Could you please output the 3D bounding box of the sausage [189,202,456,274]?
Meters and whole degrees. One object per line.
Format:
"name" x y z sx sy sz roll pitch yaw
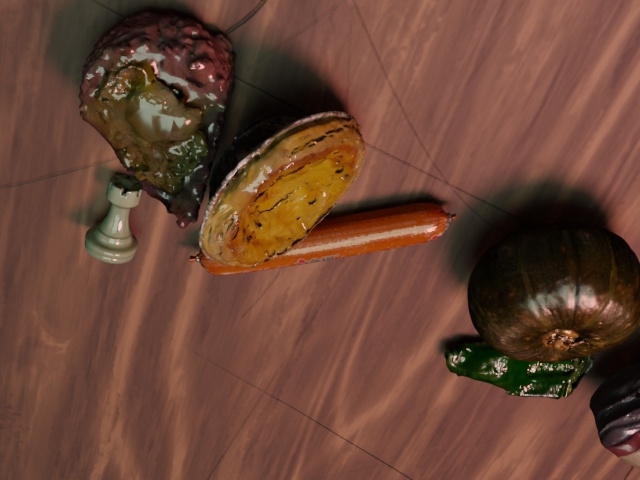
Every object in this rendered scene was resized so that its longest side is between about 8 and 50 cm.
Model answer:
"sausage" 0.000 0.000 1.144 0.347 0.053 0.053 -9 129 9

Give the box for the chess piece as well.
"chess piece" -0.253 -0.029 1.124 0.067 0.067 0.103 16 119 -11

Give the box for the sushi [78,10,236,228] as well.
"sushi" -0.190 -0.136 1.006 0.161 0.108 0.241 15 129 -6

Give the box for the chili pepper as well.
"chili pepper" 0.285 0.167 1.273 0.216 0.062 0.108 1 123 1

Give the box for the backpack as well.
"backpack" 0.569 0.225 1.228 0.283 0.197 0.317 35 118 -23

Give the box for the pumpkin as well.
"pumpkin" 0.293 0.064 1.125 0.223 0.157 0.224 -2 146 -1

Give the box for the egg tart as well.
"egg tart" -0.052 -0.068 1.022 0.094 0.234 0.234 49 126 18
